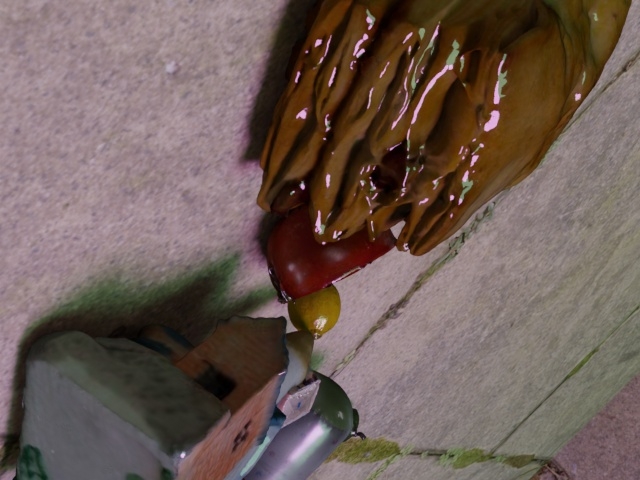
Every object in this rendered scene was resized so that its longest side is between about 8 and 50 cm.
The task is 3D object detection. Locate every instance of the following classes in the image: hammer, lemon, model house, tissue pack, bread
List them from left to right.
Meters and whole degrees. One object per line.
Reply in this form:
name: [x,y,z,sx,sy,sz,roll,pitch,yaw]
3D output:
model house: [-0.134,0.160,1.292,0.325,0.194,0.267,-38,155,-43]
tissue pack: [-0.050,0.163,1.465,0.059,0.094,0.074,-22,147,-34]
hammer: [-0.013,0.266,1.682,0.206,0.119,0.335,-46,161,12]
lemon: [-0.007,0.077,1.418,0.062,0.083,0.062,-2,149,-1]
bread: [0.141,-0.145,1.149,0.370,0.191,0.314,-24,148,-37]

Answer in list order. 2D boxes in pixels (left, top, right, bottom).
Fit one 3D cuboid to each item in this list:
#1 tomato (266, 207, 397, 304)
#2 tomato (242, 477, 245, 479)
tomato: [0.000,0.000,1.294,0.139,0.091,0.159,-28,180,-9]
tomato: [-0.189,0.350,1.411,0.260,0.260,0.180,-40,141,-6]
